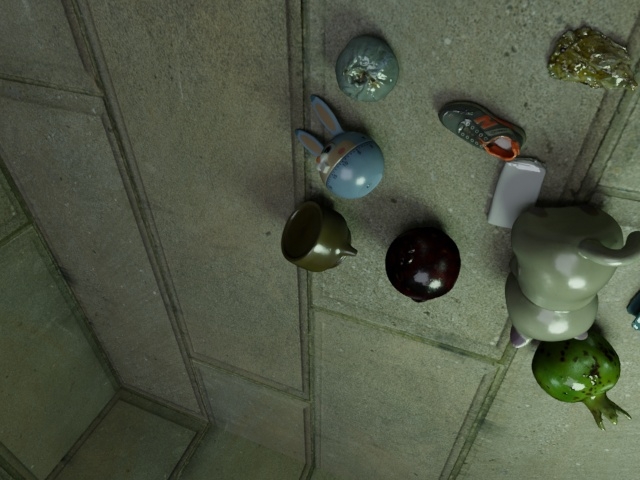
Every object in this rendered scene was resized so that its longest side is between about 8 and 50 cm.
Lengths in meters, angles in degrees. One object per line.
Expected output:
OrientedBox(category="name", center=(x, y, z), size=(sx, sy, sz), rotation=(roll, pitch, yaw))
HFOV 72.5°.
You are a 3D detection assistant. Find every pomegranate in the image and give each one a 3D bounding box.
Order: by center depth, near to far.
OrientedBox(category="pomegranate", center=(0.674, 0.351, 1.134), size=(0.210, 0.263, 0.211), rotation=(-14, 149, -9))

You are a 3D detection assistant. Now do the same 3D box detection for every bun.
OrientedBox(category="bun", center=(0.097, -0.361, 0.938), size=(0.140, 0.083, 0.141), rotation=(12, 129, 15))

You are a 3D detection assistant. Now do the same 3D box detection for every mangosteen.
OrientedBox(category="mangosteen", center=(0.270, 0.063, 1.137), size=(0.209, 0.210, 0.210), rotation=(14, 132, 16))

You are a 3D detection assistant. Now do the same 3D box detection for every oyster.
OrientedBox(category="oyster", center=(0.492, -0.323, 0.803), size=(0.121, 0.045, 0.146), rotation=(-13, 120, 51))

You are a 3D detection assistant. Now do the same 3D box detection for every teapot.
OrientedBox(category="teapot", center=(0.000, 0.000, 1.243), size=(0.175, 0.186, 0.267), rotation=(27, 176, -37))

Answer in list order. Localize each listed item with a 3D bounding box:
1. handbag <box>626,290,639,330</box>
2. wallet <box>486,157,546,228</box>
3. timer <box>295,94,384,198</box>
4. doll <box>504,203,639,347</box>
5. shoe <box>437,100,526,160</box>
OrientedBox(category="handbag", center=(0.828, 0.133, 0.997), size=(0.144, 0.057, 0.221), rotation=(15, 132, 10))
OrientedBox(category="wallet", center=(0.450, -0.106, 1.005), size=(0.095, 0.033, 0.190), rotation=(14, 132, 14))
OrientedBox(category="timer", center=(0.034, -0.207, 1.047), size=(0.255, 0.175, 0.175), rotation=(34, 135, -1))
OrientedBox(category="doll", center=(0.539, 0.074, 0.994), size=(0.214, 0.226, 0.371), rotation=(-10, 138, -3))
OrientedBox(category="shoe", center=(0.340, -0.231, 0.924), size=(0.194, 0.077, 0.074), rotation=(26, 135, 5))
